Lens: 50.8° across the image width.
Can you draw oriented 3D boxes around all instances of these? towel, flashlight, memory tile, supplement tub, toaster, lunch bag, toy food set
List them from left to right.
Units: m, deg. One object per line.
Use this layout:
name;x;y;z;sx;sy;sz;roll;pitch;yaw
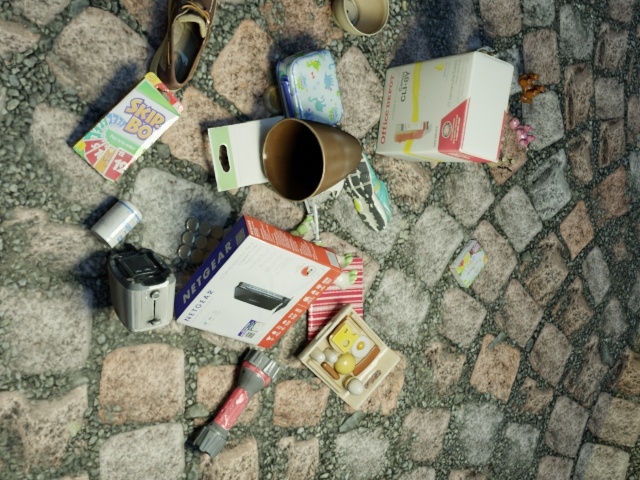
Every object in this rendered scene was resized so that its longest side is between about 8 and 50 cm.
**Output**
supplement tub;-0.488;-0.042;1.615;0.107;0.071;0.071;-51;121;-20
toaster;-0.431;0.116;1.604;0.129;0.227;0.146;-11;119;-33
memory tile;-0.302;0.008;1.789;0.148;0.012;0.113;17;86;-36
flashlight;-0.231;0.442;1.837;0.103;0.103;0.304;47;68;-31
lunch bag;-0.033;-0.412;1.868;0.176;0.090;0.219;-32;121;-37
towel;0.044;0.191;2.048;0.199;0.031;0.274;-2;95;-33
toy food set;0.093;0.352;2.027;0.220;0.092;0.306;-47;127;-9

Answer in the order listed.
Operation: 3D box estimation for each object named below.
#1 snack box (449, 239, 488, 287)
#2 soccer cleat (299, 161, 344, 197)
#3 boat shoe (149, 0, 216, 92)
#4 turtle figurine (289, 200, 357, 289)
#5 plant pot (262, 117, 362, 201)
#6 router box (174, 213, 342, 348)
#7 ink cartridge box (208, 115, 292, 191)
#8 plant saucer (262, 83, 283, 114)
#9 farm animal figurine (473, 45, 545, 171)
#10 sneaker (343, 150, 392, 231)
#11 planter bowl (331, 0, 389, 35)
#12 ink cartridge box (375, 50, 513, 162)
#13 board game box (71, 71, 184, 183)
snack box;0.522;0.082;2.370;0.141;0.037;0.100;-49;121;-21
soccer cleat;-0.010;-0.177;1.943;0.196;0.068;0.076;14;89;-39
boat shoe;-0.314;-0.527;1.646;0.123;0.123;0.342;24;82;-35
turtle figurine;0.000;0.000;1.885;0.266;0.198;0.274;33;80;-26
plant pot;0.002;-0.225;1.803;0.230;0.215;0.215;-16;105;-47
router box;-0.165;0.119;1.743;0.301;0.082;0.335;22;122;-35
ink cartridge box;-0.193;-0.234;1.812;0.235;0.056;0.171;-15;104;-30
plant saucer;-0.122;-0.391;1.867;0.083;0.015;0.083;-5;98;-35
farm animal figurine;0.578;-0.441;2.280;0.327;0.172;0.330;27;88;-22
sneaker;0.145;-0.159;2.053;0.110;0.107;0.275;-51;128;-42
planter bowl;0.100;-0.664;1.934;0.162;0.109;0.162;-4;98;-35
ink cartridge box;0.349;-0.378;1.980;0.160;0.385;0.279;7;92;-33
board game box;-0.451;-0.270;1.603;0.259;0.039;0.124;-48;120;-9
